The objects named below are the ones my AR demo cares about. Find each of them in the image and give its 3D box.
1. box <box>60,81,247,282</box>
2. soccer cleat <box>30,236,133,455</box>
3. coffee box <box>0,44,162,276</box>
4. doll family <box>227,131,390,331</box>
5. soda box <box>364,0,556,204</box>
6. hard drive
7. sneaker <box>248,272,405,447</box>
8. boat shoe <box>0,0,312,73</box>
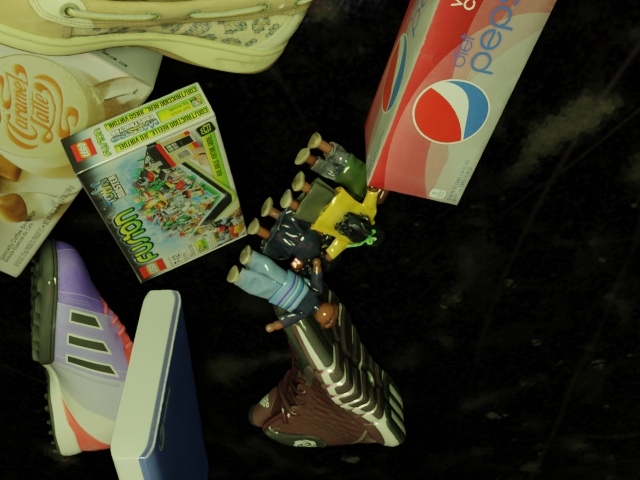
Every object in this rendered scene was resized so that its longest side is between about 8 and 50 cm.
[{"bbox_3d":[-0.131,-0.040,0.715,0.114,0.036,0.207,-25,156,-9],"label":"box"},{"bbox_3d":[-0.240,0.115,0.894,0.117,0.108,0.318,-5,134,-14],"label":"soccer cleat"},{"bbox_3d":[-0.252,-0.099,0.696,0.141,0.098,0.246,30,125,-24],"label":"coffee box"},{"bbox_3d":[0.000,0.000,0.780,0.111,0.076,0.193,30,112,-22],"label":"doll family"},{"bbox_3d":[0.110,-0.157,0.652,0.084,0.092,0.263,11,131,-9],"label":"soda box"},{"bbox_3d":[-0.166,0.241,0.924,0.040,0.210,0.318,0,132,1],"label":"hard drive"},{"bbox_3d":[-0.025,0.157,0.925,0.163,0.106,0.281,-18,130,18],"label":"sneaker"},{"bbox_3d":[-0.135,-0.186,0.573,0.285,0.104,0.089,-2,156,-36],"label":"boat shoe"}]
